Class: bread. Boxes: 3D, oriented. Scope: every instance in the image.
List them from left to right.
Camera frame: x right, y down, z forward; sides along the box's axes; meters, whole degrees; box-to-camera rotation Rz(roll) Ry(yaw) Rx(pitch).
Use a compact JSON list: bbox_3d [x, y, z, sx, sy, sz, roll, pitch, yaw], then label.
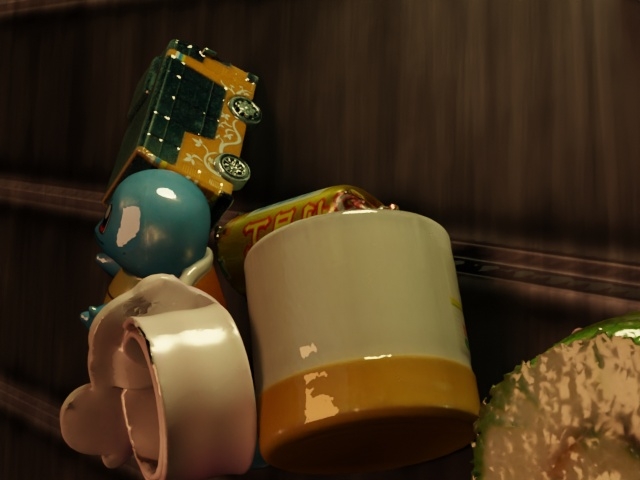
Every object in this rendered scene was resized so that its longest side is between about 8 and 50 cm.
[{"bbox_3d":[0.276,0.253,1.076,0.382,0.129,0.366,-47,63,29],"label":"bread"}]

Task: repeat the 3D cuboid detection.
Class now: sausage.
[{"bbox_3d":[0.001,0.002,1.584,0.317,0.117,0.125,-14,104,52],"label":"sausage"}]

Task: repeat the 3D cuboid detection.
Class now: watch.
[{"bbox_3d":[-0.165,0.182,1.408,0.217,0.211,0.248,-130,40,-55],"label":"watch"}]

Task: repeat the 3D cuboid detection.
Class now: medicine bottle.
[{"bbox_3d":[0.043,0.114,1.396,0.238,0.238,0.232,-33,55,46],"label":"medicine bottle"}]

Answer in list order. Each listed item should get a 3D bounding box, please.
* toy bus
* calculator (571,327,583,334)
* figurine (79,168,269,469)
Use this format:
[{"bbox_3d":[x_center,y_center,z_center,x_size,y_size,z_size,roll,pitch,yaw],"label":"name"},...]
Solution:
[{"bbox_3d":[-0.186,-0.136,1.770,0.138,0.167,0.275,-49,21,39],"label":"toy bus"},{"bbox_3d":[0.294,0.231,1.194,0.194,0.043,0.294,-2,84,53],"label":"calculator"},{"bbox_3d":[-0.204,0.127,1.616,0.298,0.243,0.416,-77,-32,-73],"label":"figurine"}]
